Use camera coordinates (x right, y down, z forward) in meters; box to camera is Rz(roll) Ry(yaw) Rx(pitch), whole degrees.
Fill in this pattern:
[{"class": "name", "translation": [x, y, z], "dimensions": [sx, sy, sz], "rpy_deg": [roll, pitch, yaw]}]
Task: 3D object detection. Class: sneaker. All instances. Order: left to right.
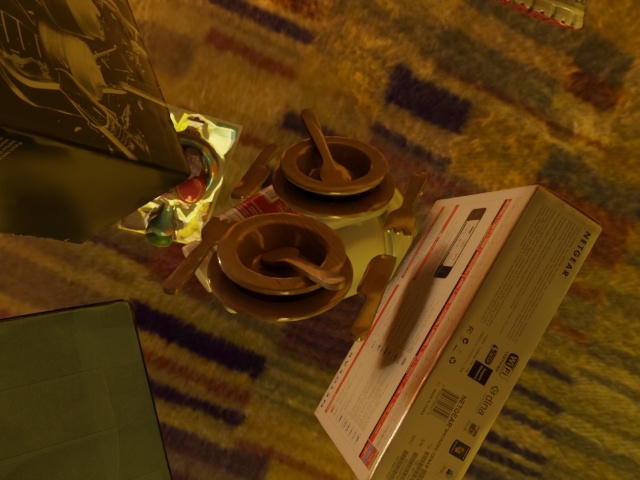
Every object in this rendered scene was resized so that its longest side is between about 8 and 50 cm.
[{"class": "sneaker", "translation": [0.204, -0.282, 0.748], "dimensions": [0.170, 0.063, 0.075], "rpy_deg": [27, 105, 7]}]

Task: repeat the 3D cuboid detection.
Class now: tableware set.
[{"class": "tableware set", "translation": [-0.006, -0.022, 0.465], "dimensions": [0.128, 0.194, 0.039], "rpy_deg": [12, 127, 12]}]

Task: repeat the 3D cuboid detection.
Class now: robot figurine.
[{"class": "robot figurine", "translation": [0.000, 0.000, 1.157], "dimensions": [0.353, 0.300, 0.200], "rpy_deg": [-18, 81, -26]}]

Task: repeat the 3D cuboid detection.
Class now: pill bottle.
[{"class": "pill bottle", "translation": [-0.088, -0.003, 0.894], "dimensions": [0.152, 0.086, 0.086], "rpy_deg": [-32, 92, -16]}]

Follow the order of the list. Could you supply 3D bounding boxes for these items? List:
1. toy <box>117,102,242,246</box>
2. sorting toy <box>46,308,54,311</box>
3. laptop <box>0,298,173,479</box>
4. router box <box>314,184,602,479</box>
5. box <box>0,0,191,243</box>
[{"class": "toy", "translation": [-0.218, -0.083, 1.107], "dimensions": [0.137, 0.056, 0.237], "rpy_deg": [14, 127, -17]}, {"class": "sorting toy", "translation": [-0.341, 0.266, 1.066], "dimensions": [0.047, 0.196, 0.347], "rpy_deg": [-29, 81, 17]}, {"class": "laptop", "translation": [-0.214, 0.249, 0.524], "dimensions": [0.382, 0.408, 0.236], "rpy_deg": [-8, 114, -44]}, {"class": "router box", "translation": [0.132, 0.105, 0.828], "dimensions": [0.082, 0.301, 0.335], "rpy_deg": [31, 86, -8]}, {"class": "box", "translation": [-0.332, -0.195, 0.709], "dimensions": [0.179, 0.312, 0.343], "rpy_deg": [-28, 75, 20]}]
